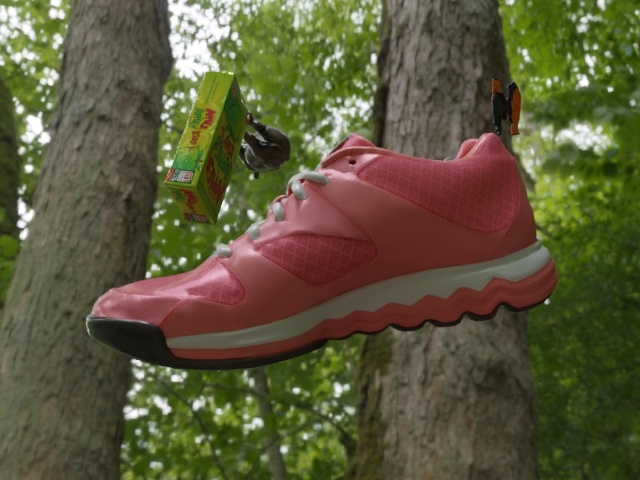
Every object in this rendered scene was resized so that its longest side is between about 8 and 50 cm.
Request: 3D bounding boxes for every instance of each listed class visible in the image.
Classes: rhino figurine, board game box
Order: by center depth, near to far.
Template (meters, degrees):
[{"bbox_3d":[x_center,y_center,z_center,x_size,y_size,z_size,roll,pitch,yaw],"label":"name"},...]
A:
[{"bbox_3d":[-0.144,-0.122,0.899,0.043,0.181,0.092,7,-28,12],"label":"board game box"},{"bbox_3d":[-0.116,-0.162,1.250,0.106,0.073,0.243,32,-10,-11],"label":"rhino figurine"}]

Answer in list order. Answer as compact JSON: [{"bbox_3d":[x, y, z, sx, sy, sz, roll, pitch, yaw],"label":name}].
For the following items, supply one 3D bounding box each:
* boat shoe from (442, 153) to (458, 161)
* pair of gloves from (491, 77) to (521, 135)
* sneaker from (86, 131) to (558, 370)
[{"bbox_3d":[0.205,-0.074,1.002,0.065,0.206,0.075,-27,-73,41],"label":"boat shoe"},{"bbox_3d":[0.250,-0.178,0.920,0.010,0.074,0.083,2,7,40],"label":"pair of gloves"},{"bbox_3d":[0.000,0.000,0.467,0.314,0.136,0.116,-10,1,-12],"label":"sneaker"}]
